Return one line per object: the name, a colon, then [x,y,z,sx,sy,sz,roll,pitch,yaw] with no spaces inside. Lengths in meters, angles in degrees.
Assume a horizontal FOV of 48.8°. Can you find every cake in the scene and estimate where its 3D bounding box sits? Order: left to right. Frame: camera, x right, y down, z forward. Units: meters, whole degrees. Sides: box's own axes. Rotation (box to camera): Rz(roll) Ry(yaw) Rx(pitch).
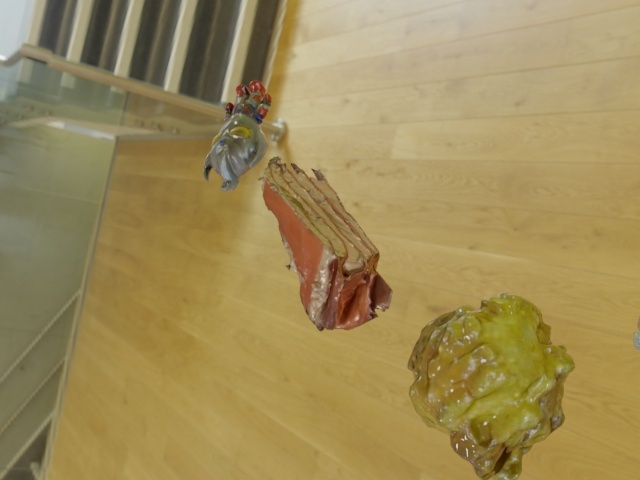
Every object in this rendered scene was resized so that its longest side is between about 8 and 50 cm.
cake: [-0.006,0.001,0.916,0.135,0.098,0.287,104,149,-46]

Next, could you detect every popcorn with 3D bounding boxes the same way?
popcorn: [0.189,0.155,0.772,0.155,0.198,0.197,41,115,52]

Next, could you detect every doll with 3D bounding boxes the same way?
doll: [-0.117,-0.151,1.025,0.104,0.062,0.194,2,59,14]

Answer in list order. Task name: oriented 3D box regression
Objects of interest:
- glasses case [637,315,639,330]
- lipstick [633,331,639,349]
glasses case: [0.769,0.171,1.327,0.316,0.123,0.075,4,87,19]
lipstick: [0.868,0.249,1.760,0.158,0.048,0.048,-2,73,11]
